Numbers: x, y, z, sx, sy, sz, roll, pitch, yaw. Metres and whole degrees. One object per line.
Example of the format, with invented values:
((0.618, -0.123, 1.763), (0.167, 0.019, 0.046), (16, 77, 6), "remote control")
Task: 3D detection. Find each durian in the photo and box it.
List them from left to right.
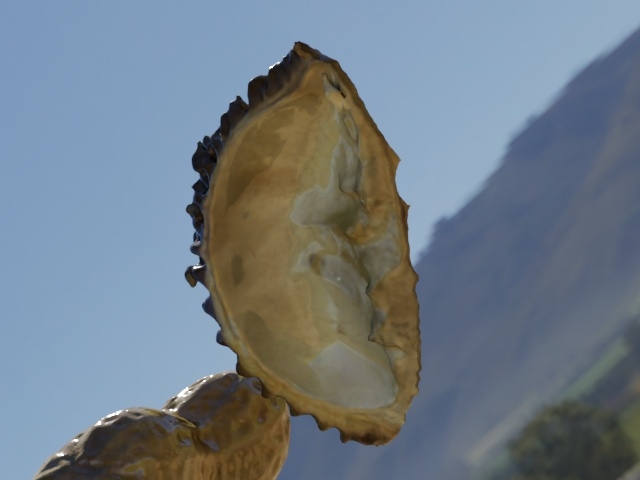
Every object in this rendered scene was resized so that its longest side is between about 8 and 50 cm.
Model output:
((-0.007, 0.004, 0.559), (0.052, 0.130, 0.066), (-21, 22, -24), "durian")

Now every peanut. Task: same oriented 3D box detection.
((-0.050, 0.076, 0.628), (0.113, 0.054, 0.054), (-24, -18, -47), "peanut")
